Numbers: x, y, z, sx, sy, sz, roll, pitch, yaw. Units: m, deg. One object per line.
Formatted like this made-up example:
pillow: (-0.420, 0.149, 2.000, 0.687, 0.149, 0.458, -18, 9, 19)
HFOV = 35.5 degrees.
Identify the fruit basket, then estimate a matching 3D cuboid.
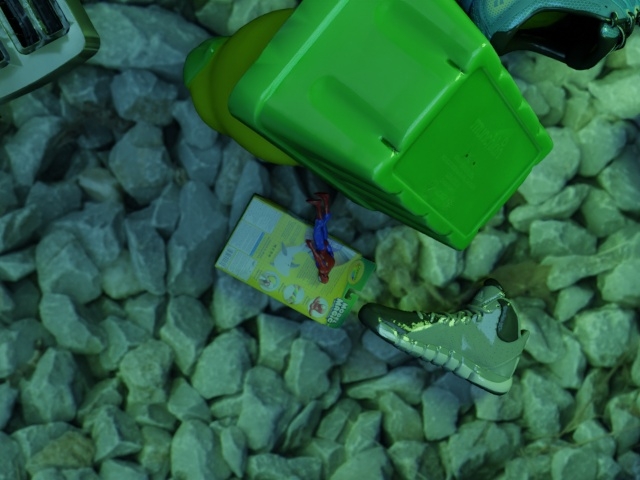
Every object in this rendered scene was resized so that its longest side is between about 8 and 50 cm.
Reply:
fruit basket: (0.030, -0.174, 1.109, 0.392, 0.392, 0.283, 39, 95, -10)

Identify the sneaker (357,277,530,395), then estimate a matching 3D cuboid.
sneaker: (0.166, 0.095, 1.268, 0.229, 0.086, 0.132, 27, 93, -19)

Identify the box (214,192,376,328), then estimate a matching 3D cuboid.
box: (-0.030, 0.028, 1.254, 0.179, 0.043, 0.105, 30, 96, -7)

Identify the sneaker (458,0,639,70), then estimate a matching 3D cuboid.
sneaker: (0.325, -0.260, 1.149, 0.330, 0.129, 0.147, -8, 64, -8)

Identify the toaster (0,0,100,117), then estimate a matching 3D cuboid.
toaster: (-0.360, -0.245, 1.144, 0.168, 0.110, 0.185, -27, 101, 2)

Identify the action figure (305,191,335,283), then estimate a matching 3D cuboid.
action figure: (0.000, 0.000, 1.210, 0.030, 0.038, 0.115, 2, 114, 21)
